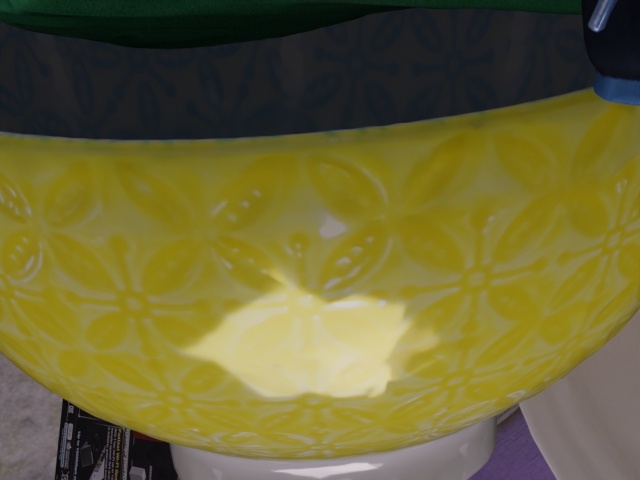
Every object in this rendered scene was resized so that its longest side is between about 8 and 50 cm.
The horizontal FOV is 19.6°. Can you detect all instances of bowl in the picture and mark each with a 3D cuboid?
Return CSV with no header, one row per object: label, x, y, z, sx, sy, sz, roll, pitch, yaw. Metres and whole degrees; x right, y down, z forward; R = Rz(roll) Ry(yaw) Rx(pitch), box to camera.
bowl,0.000,0.000,0.629,0.289,0.156,0.289,-5,-162,2

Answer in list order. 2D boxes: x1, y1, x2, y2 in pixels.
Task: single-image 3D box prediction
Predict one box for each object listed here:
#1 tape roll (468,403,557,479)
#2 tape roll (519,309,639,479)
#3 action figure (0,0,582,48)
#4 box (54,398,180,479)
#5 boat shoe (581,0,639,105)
tape roll,0.037,0.020,0.979,0.275,0.274,0.090,0,179,-2
tape roll,0.226,0.022,0.806,0.286,0.286,0.100,0,179,19
action figure,-0.013,-0.086,0.533,0.232,0.063,0.137,-4,-178,-5
box,-0.074,0.035,1.187,0.076,0.307,0.242,8,175,-34
boat shoe,0.133,-0.078,0.315,0.109,0.089,0.258,-15,-178,-30
